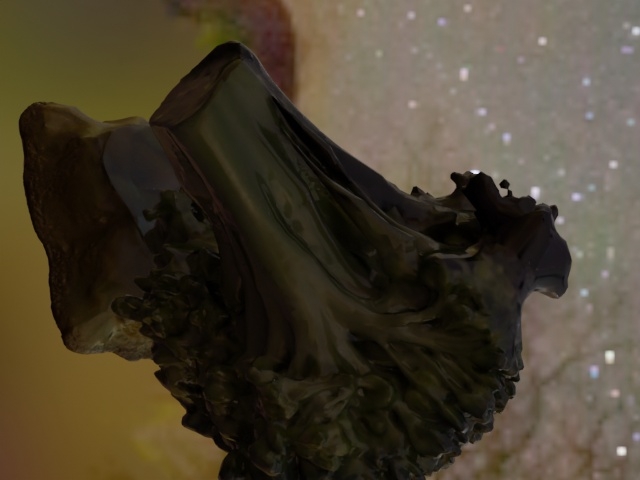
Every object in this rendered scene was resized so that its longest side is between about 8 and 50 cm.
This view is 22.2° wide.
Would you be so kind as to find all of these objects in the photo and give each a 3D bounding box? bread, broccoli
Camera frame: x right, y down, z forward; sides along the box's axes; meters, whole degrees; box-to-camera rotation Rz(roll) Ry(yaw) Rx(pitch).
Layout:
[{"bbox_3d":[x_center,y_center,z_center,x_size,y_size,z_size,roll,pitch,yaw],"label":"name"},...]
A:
[{"bbox_3d":[-0.164,-0.013,1.348,0.161,0.088,0.233,20,44,-57],"label":"bread"},{"bbox_3d":[0.000,0.000,0.896,0.243,0.247,0.263,56,16,-28],"label":"broccoli"}]
